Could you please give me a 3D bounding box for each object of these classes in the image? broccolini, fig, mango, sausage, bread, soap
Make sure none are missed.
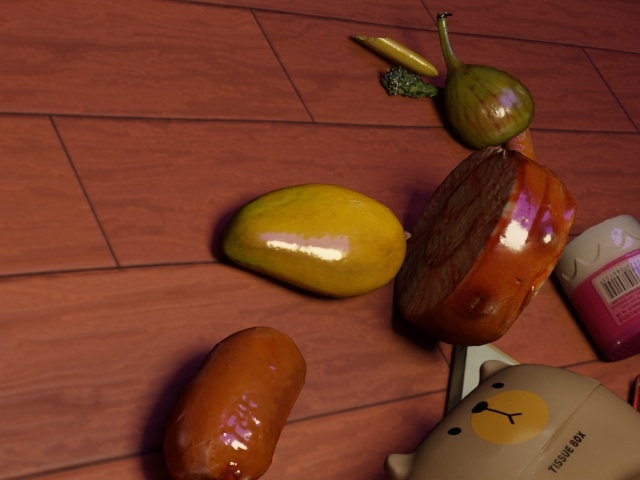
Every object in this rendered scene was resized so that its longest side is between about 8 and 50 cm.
[{"bbox_3d":[0.203,-0.268,2.273,0.239,0.051,0.054,11,72,-45],"label":"broccolini"},{"bbox_3d":[0.264,-0.283,2.225,0.259,0.151,0.151,53,36,-7],"label":"fig"},{"bbox_3d":[0.000,0.000,1.763,0.317,0.119,0.176,2,55,-31],"label":"mango"},{"bbox_3d":[-0.099,0.193,1.467,0.133,0.133,0.258,38,38,-7],"label":"sausage"},{"bbox_3d":[0.232,0.010,1.804,0.114,0.295,0.327,31,7,-15],"label":"bread"},{"bbox_3d":[0.368,-0.189,2.333,0.053,0.053,0.347,22,42,-27],"label":"sausage"},{"bbox_3d":[0.136,-0.337,2.241,0.169,0.033,0.089,28,-3,-12],"label":"soap"}]

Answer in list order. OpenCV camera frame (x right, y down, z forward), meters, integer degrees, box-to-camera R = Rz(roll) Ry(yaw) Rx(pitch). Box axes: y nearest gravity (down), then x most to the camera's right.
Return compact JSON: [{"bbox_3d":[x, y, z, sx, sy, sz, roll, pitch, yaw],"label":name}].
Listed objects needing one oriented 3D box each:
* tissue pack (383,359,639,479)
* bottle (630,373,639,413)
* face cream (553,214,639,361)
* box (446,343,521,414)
[{"bbox_3d":[0.233,0.327,1.513,0.277,0.267,0.387,33,40,21],"label":"tissue pack"},{"bbox_3d":[0.526,0.285,2.018,0.060,0.060,0.164,38,37,-8],"label":"bottle"},{"bbox_3d":[0.507,0.080,2.099,0.175,0.175,0.194,-4,59,-45],"label":"face cream"},{"bbox_3d":[0.303,0.272,1.829,0.270,0.045,0.210,33,38,-15],"label":"box"}]
